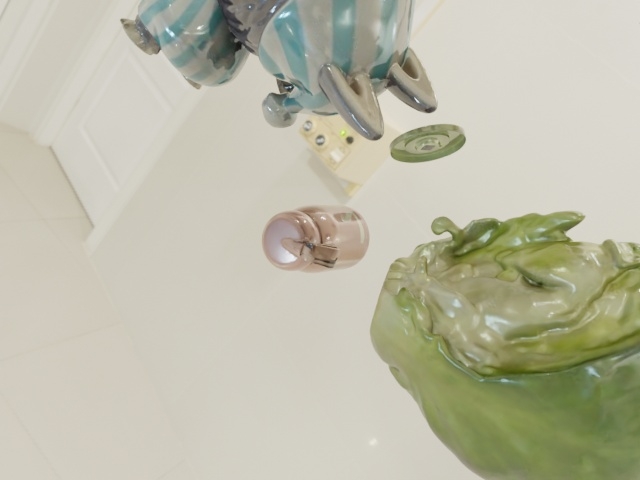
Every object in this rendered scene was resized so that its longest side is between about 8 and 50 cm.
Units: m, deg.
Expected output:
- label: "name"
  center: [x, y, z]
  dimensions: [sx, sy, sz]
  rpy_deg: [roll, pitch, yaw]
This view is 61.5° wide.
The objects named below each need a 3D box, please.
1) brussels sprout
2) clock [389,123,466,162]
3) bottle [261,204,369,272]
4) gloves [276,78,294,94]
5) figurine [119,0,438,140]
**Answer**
- label: "brussels sprout"
  center: [0.248, 0.141, 0.662]
  dimensions: [0.372, 0.314, 0.276]
  rpy_deg: [13, 43, 26]
- label: "clock"
  center: [0.327, -0.293, 1.649]
  dimensions: [0.235, 0.235, 0.029]
  rpy_deg: [11, 67, -54]
- label: "bottle"
  center: [0.000, 0.000, 1.318]
  dimensions: [0.207, 0.173, 0.297]
  rpy_deg: [25, 13, 28]
- label: "gloves"
  center: [-0.009, -0.416, 1.401]
  dimensions: [0.164, 0.204, 0.124]
  rpy_deg: [-84, 160, -71]
- label: "figurine"
  center: [-0.045, -0.254, 0.663]
  dimensions: [0.266, 0.361, 0.377]
  rpy_deg: [28, 31, -52]
